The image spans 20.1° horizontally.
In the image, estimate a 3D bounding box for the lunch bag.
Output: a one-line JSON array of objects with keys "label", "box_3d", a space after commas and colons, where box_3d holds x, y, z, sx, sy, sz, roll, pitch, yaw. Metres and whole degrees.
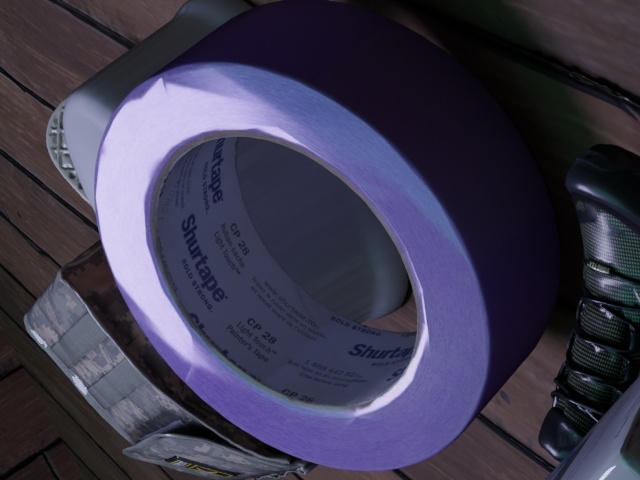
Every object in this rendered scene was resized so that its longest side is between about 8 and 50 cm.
[{"label": "lunch bag", "box_3d": [-0.128, 0.121, 1.711, 0.287, 0.169, 0.235, 50, 160, -2]}]

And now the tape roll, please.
[{"label": "tape roll", "box_3d": [0.000, 0.000, 1.069, 0.274, 0.090, 0.275, 20, 130, 27]}]

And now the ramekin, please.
[{"label": "ramekin", "box_3d": [-0.070, -0.031, 1.324, 0.277, 0.135, 0.277, 50, 162, 22]}]

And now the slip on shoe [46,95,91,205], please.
[{"label": "slip on shoe", "box_3d": [-0.102, 0.002, 1.548, 0.331, 0.123, 0.101, 48, -166, 11]}]

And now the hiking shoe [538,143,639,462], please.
[{"label": "hiking shoe", "box_3d": [0.158, 0.063, 0.896, 0.086, 0.114, 0.227, 24, 144, 60]}]

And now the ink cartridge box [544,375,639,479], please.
[{"label": "ink cartridge box", "box_3d": [0.182, 0.193, 0.817, 0.226, 0.131, 0.306, 37, 139, 7]}]
